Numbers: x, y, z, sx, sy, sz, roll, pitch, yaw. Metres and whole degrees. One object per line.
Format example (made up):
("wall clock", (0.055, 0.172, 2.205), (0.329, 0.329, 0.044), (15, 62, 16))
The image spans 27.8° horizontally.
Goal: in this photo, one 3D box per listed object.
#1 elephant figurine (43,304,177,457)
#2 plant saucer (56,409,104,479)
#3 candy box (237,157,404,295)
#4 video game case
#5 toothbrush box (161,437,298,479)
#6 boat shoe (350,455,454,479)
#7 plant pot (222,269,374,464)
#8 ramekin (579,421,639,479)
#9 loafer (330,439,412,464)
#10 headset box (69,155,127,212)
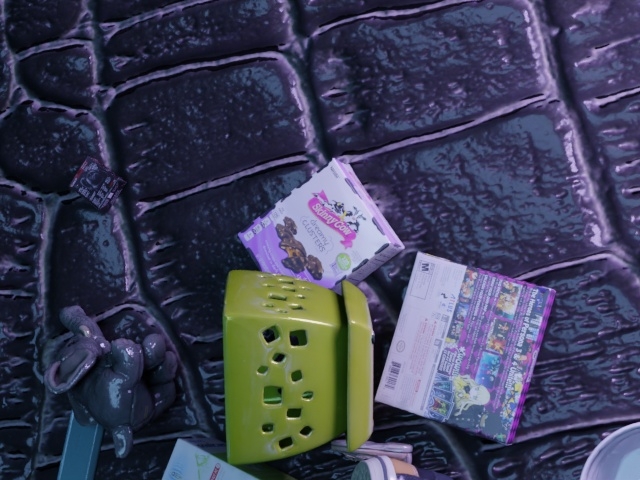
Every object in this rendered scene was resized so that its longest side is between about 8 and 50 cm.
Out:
("elephant figurine", (-0.358, 0.215, 2.050), (0.239, 0.186, 0.169), (6, 108, 28))
("plant saucer", (-0.390, 0.331, 2.114), (0.067, 0.018, 0.192), (10, 86, 23))
("candy box", (0.000, 0.000, 1.963), (0.196, 0.070, 0.165), (-38, 71, 14))
("video game case", (0.207, 0.153, 1.870), (0.210, 0.042, 0.232), (15, 89, 24))
("toothbrush box", (-0.110, 0.443, 1.924), (0.283, 0.122, 0.206), (23, 92, 25))
("boat shoe", (0.129, 0.545, 1.763), (0.156, 0.187, 0.500), (5, 71, -18))
("plant pot", (-0.031, 0.173, 1.834), (0.207, 0.228, 0.227), (0, 105, -1))
("ramekin", (0.452, 0.340, 1.704), (0.207, 0.109, 0.207), (-3, 82, 23))
("loafer", (0.074, 0.316, 1.906), (0.125, 0.045, 0.039), (0, 90, 20))
("headset box", (-0.374, -0.096, 2.157), (0.083, 0.032, 0.062), (36, 97, 24))
